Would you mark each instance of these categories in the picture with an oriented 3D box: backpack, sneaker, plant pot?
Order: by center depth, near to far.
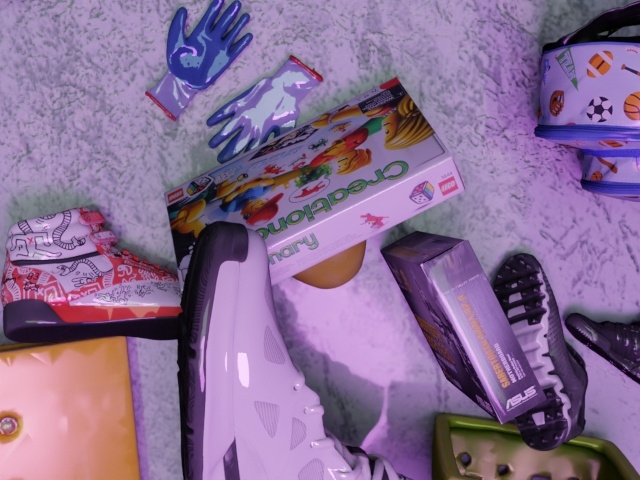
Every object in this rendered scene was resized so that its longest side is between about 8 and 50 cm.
[{"bbox_3d":[-0.007,0.196,0.914,0.257,0.169,0.448,-2,103,-11],"label":"sneaker"},{"bbox_3d":[0.367,-0.145,1.017,0.263,0.276,0.213,10,92,9],"label":"backpack"},{"bbox_3d":[0.228,0.338,1.042,0.228,0.227,0.207,8,97,3],"label":"plant pot"},{"bbox_3d":[-0.222,0.035,1.060,0.270,0.090,0.145,1,67,-23],"label":"sneaker"},{"bbox_3d":[0.000,0.000,1.064,0.134,0.134,0.095,-29,125,-1],"label":"plant pot"},{"bbox_3d":[0.264,0.132,1.105,0.078,0.106,0.234,-22,66,35],"label":"sneaker"},{"bbox_3d":[0.384,0.116,1.129,0.170,0.051,0.089,37,84,-4],"label":"sneaker"}]

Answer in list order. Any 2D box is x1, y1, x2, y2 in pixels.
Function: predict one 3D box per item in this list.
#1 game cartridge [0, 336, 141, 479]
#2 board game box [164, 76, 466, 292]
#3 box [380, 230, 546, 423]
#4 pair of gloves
[{"bbox_3d":[-0.347,0.280,1.053,0.285,0.052,0.324,-6,96,-23],"label":"game cartridge"},{"bbox_3d":[-0.017,-0.052,1.010,0.305,0.193,0.053,-27,127,3],"label":"board game box"},{"bbox_3d":[0.148,0.084,1.019,0.056,0.231,0.183,-29,96,-4],"label":"box"},{"bbox_3d":[-0.105,-0.183,1.088,0.198,0.023,0.159,39,89,-6],"label":"pair of gloves"}]
